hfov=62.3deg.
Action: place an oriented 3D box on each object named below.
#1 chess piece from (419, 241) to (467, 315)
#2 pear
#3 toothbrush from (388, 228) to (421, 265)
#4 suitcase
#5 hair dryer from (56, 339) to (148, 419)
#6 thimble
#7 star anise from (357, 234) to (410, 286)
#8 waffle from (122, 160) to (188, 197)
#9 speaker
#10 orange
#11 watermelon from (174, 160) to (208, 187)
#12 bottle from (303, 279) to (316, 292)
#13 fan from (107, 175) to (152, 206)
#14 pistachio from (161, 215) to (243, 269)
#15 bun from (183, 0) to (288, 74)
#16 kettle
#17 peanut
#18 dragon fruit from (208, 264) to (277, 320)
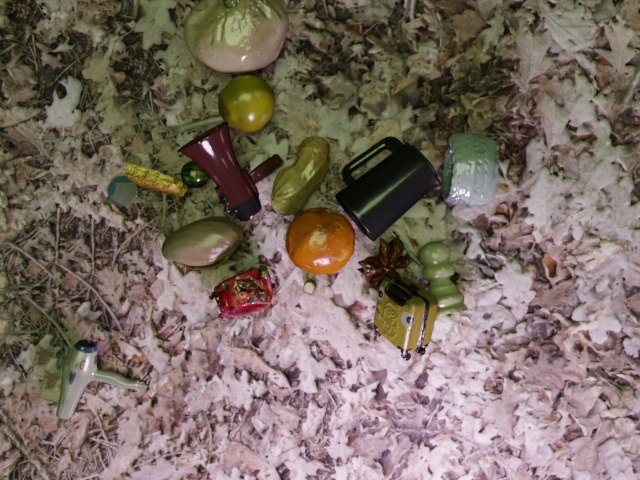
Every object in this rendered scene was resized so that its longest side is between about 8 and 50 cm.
[{"bbox_3d":[0.411,0.128,1.829,0.145,0.144,0.251,-10,82,3],"label":"chess piece"},{"bbox_3d":[-0.254,-0.473,1.835,0.198,0.198,0.198,0,89,3],"label":"pear"},{"bbox_3d":[0.287,0.004,1.887,0.019,0.016,0.219,-40,87,-7],"label":"toothbrush"},{"bbox_3d":[0.288,0.249,1.770,0.143,0.194,0.234,-8,118,-30],"label":"suitcase"},{"bbox_3d":[-0.826,0.541,1.908,0.298,0.119,0.296,40,98,-10],"label":"hair dryer"},{"bbox_3d":[0.507,-0.240,1.783,0.172,0.205,0.250,3,85,2],"label":"thimble"},{"bbox_3d":[0.227,0.087,1.826,0.212,0.196,0.111,-30,52,-27],"label":"star anise"},{"bbox_3d":[-0.565,-0.204,1.863,0.211,0.160,0.055,18,81,-1],"label":"waffle"},{"bbox_3d":[-0.300,-0.256,1.853,0.198,0.259,0.329,-11,124,41],"label":"speaker"},{"bbox_3d":[0.000,0.000,1.790,0.240,0.240,0.239,0,89,3],"label":"orange"},{"bbox_3d":[-0.452,-0.236,1.887,0.109,0.109,0.108,0,89,3],"label":"watermelon"},{"bbox_3d":[-0.037,0.161,1.861,0.045,0.096,0.045,0,88,2],"label":"bottle"},{"bbox_3d":[-0.697,-0.171,1.942,0.176,0.005,0.113,21,90,4],"label":"fan"},{"bbox_3d":[-0.411,0.004,1.852,0.288,0.166,0.197,-8,65,7],"label":"pistachio"},{"bbox_3d":[-0.285,-0.726,1.789,0.362,0.234,0.325,-12,71,-1],"label":"bun"},{"bbox_3d":[0.220,-0.181,1.830,0.308,0.262,0.203,-40,123,-1],"label":"kettle"},{"bbox_3d":[-0.066,-0.224,1.848,0.147,0.147,0.305,38,88,3],"label":"peanut"},{"bbox_3d":[-0.263,0.194,1.830,0.282,0.211,0.147,-29,81,28],"label":"dragon fruit"}]
